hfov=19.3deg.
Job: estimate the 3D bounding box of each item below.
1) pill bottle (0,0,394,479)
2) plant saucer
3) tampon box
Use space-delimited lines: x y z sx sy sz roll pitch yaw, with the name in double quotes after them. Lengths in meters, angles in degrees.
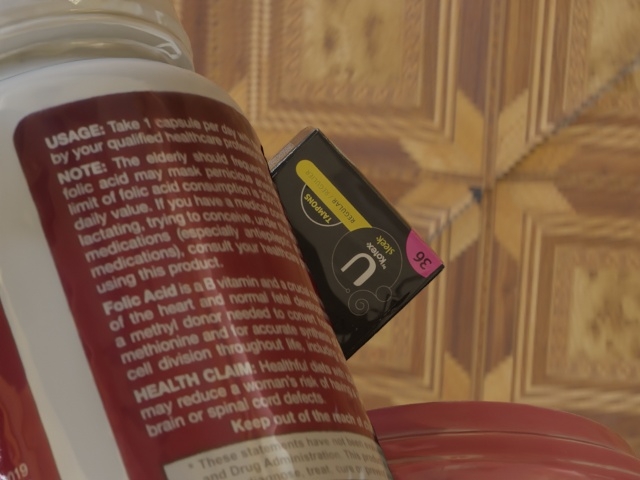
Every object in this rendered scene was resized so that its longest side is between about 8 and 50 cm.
-0.111 0.047 0.990 0.224 0.224 0.392 -27 66 13 "pill bottle"
0.078 0.186 1.196 0.332 0.332 0.084 -6 62 8 "plant saucer"
0.000 0.000 1.235 0.101 0.161 0.120 -44 95 1 "tampon box"
